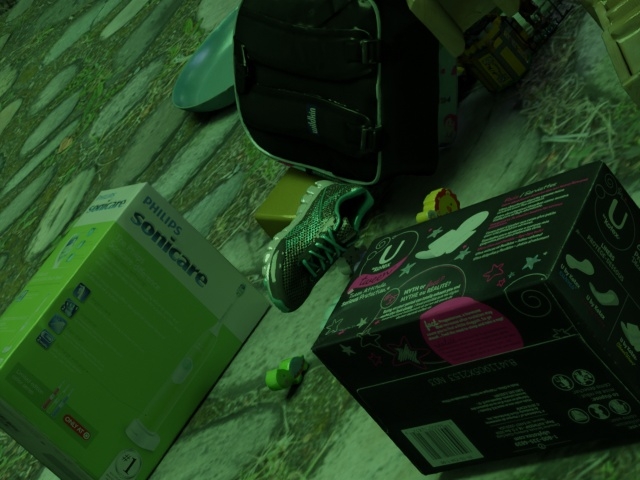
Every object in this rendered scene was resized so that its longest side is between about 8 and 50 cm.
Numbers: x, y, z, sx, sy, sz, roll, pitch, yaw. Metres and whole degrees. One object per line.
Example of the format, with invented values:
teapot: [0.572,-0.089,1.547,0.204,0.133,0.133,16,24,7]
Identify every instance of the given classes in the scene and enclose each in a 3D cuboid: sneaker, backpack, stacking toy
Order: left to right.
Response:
sneaker: [0.000,0.000,1.652,0.076,0.065,0.166,-10,45,44]
backpack: [0.024,-0.185,1.785,0.253,0.225,0.191,13,21,42]
stacking toy: [0.040,0.052,1.635,0.167,0.052,0.221,-18,34,47]

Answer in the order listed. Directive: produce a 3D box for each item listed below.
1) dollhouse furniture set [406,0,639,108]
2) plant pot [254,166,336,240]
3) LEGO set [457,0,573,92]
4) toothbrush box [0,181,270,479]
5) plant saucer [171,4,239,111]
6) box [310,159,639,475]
dollhouse furniture set: [0.245,-0.328,1.499,0.362,0.394,0.256,-37,23,17]
plant pot: [-0.005,-0.026,1.817,0.083,0.081,0.081,7,54,48]
LEGO set: [0.190,-0.336,1.869,0.331,0.192,0.255,-46,22,-3]
toothbrush box: [-0.224,0.110,1.777,0.283,0.206,0.122,-55,24,-22]
plant saucer: [-0.096,-0.303,2.492,0.317,0.044,0.317,-36,23,18]
box: [0.149,0.066,1.280,0.247,0.163,0.142,-20,29,45]
